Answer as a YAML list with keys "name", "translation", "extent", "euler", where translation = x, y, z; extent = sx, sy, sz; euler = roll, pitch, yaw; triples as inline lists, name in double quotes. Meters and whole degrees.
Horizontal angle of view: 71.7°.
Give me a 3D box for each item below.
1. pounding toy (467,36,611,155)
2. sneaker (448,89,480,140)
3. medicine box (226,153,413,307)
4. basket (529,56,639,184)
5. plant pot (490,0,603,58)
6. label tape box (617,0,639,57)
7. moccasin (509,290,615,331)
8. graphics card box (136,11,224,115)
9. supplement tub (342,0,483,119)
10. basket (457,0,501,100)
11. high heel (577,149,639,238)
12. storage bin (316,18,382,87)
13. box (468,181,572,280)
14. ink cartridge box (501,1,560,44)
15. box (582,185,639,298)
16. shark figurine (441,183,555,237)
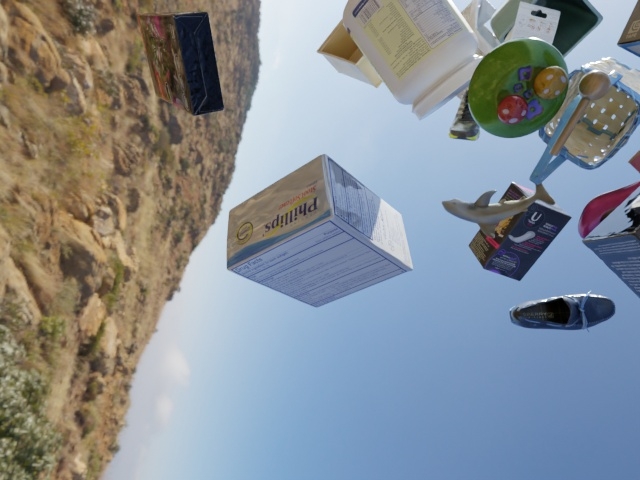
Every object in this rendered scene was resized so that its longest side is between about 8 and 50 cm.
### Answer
- name: "pounding toy"
  translation: [0.397, -0.256, 0.805]
  extent: [0.110, 0.236, 0.183]
  euler: [-83, -166, -62]
- name: "sneaker"
  translation: [0.514, -0.450, 1.531]
  extent: [0.121, 0.111, 0.300]
  euler: [79, 29, -45]
- name: "medicine box"
  translation: [0.000, 0.000, 0.918]
  extent: [0.263, 0.289, 0.149]
  euler: [-26, -127, 30]
- name: "basket"
  translation: [0.628, -0.285, 1.050]
  extent: [0.201, 0.289, 0.255]
  euler: [49, -19, 26]
- name: "plant pot"
  translation: [0.744, -0.774, 1.534]
  extent: [0.247, 0.247, 0.252]
  euler: [-46, -148, 33]
- name: "label tape box"
  translation: [0.679, -0.433, 0.708]
  extent: [0.106, 0.240, 0.334]
  euler: [-124, -125, -73]
- name: "moccasin"
  translation: [0.832, 0.254, 1.505]
  extent: [0.117, 0.341, 0.138]
  euler: [62, 17, -74]
- name: "graphics card box"
  translation: [-0.384, -0.486, 1.194]
  extent: [0.371, 0.094, 0.233]
  euler: [35, -43, 47]
- name: "supplement tub"
  translation: [0.232, -0.488, 1.086]
  extent: [0.235, 0.325, 0.235]
  euler: [-36, -179, 1]
- name: "basket"
  translation: [0.689, -0.809, 1.945]
  extent: [0.266, 0.328, 0.331]
  euler: [-33, -149, 47]
- name: "high heel"
  translation: [0.857, -0.077, 1.218]
  extent: [0.377, 0.127, 0.181]
  euler: [90, -15, -54]
- name: "storage bin"
  translation: [0.164, -0.665, 1.458]
  extent: [0.260, 0.123, 0.262]
  euler: [-51, -139, 6]
- name: "box"
  translation: [0.646, -0.027, 1.460]
  extent: [0.143, 0.165, 0.270]
  euler: [-98, -150, -56]
- name: "ink cartridge box"
  translation: [0.604, -0.582, 1.292]
  extent: [0.045, 0.145, 0.179]
  euler: [-130, -134, -68]
- name: "box"
  translation: [0.750, 0.003, 0.841]
  extent: [0.296, 0.294, 0.183]
  euler: [-43, 175, -2]
- name: "shark figurine"
  translation: [0.493, -0.068, 1.216]
  extent: [0.278, 0.166, 0.116]
  euler: [-9, -121, 30]
